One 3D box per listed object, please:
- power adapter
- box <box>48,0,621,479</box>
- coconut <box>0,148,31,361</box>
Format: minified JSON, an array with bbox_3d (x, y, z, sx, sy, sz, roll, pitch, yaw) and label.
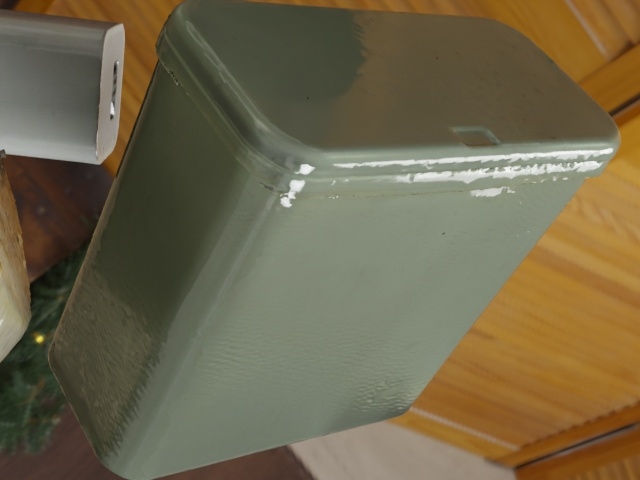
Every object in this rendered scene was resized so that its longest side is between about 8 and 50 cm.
[{"bbox_3d":[-0.298,-0.152,1.127,0.204,0.130,0.125,8,15,-1],"label":"power adapter"},{"bbox_3d":[0.000,0.000,0.936,0.352,0.344,0.177,-7,50,-40],"label":"box"},{"bbox_3d":[-0.388,-0.006,0.765,0.360,0.346,0.346,-14,73,-5],"label":"coconut"}]
